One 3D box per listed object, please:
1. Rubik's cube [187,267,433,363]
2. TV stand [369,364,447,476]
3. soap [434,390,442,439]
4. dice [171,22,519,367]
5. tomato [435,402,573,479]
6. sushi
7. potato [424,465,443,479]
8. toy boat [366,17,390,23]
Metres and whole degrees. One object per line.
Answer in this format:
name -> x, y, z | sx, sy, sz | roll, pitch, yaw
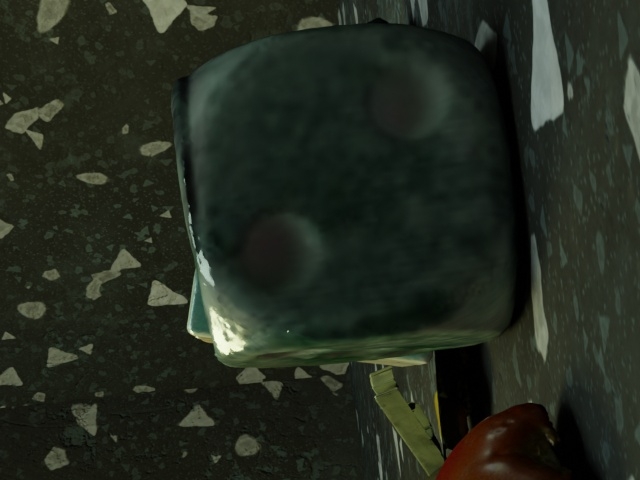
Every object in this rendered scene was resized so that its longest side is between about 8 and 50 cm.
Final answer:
Rubik's cube -> 0.000, 0.000, 1.733 | 0.319, 0.316, 0.321 | 111, 167, -83
TV stand -> 0.138, 0.267, 1.716 | 0.249, 0.036, 0.042 | 57, -163, -32
soap -> 0.190, 0.278, 2.006 | 0.034, 0.012, 0.089 | 88, 176, -53
dice -> 0.022, -0.036, 1.406 | 0.328, 0.348, 0.330 | 90, 176, -80
tomato -> 0.166, 0.268, 1.130 | 0.233, 0.140, 0.200 | -102, 1, -66
sushi -> 0.179, 0.190, 1.695 | 0.279, 0.043, 0.192 | -83, -14, -60
potato -> 0.153, 0.346, 1.297 | 0.165, 0.165, 0.262 | 88, 176, -49
toy boat -> 0.094, -0.257, 1.893 | 0.296, 0.114, 0.122 | -103, 17, -68
